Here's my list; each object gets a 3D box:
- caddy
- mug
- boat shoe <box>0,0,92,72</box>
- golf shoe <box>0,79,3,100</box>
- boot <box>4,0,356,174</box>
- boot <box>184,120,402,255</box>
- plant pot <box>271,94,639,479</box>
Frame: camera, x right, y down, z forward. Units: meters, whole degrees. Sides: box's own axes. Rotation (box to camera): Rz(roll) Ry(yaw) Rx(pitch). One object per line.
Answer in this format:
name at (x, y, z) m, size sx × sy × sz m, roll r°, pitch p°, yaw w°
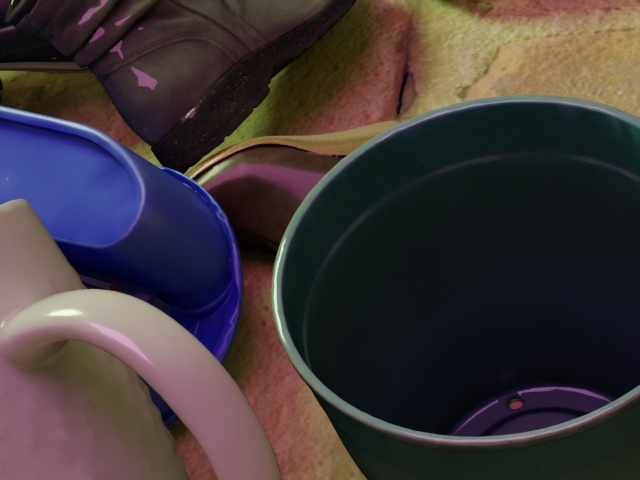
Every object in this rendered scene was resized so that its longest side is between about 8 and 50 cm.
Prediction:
caddy at (-0.227, 0.029, 1.241) m, size 0.341 × 0.179 × 0.241 m, roll 14°, pitch 77°, yaw 28°
mug at (-0.180, 0.163, 0.943) m, size 0.374 × 0.328 × 0.276 m, roll -30°, pitch 3°, yaw 35°
boat shoe at (-0.363, -0.229, 1.430) m, size 0.500 × 0.156 × 0.186 m, roll -7°, pitch 66°, yaw -14°
golf shoe at (-0.410, -0.206, 1.553) m, size 0.105 × 0.120 × 0.273 m, roll -32°, pitch 48°, yaw -14°
boot at (-0.105, -0.230, 1.374) m, size 0.118 × 0.222 × 0.338 m, roll -36°, pitch 12°, yaw 44°
boot at (0.000, 0.000, 1.249) m, size 0.248 × 0.090 × 0.207 m, roll -19°, pitch 43°, yaw -5°
plant pot at (0.132, 0.089, 1.011) m, size 0.272 × 0.255 × 0.271 m, roll -9°, pitch 47°, yaw 10°
